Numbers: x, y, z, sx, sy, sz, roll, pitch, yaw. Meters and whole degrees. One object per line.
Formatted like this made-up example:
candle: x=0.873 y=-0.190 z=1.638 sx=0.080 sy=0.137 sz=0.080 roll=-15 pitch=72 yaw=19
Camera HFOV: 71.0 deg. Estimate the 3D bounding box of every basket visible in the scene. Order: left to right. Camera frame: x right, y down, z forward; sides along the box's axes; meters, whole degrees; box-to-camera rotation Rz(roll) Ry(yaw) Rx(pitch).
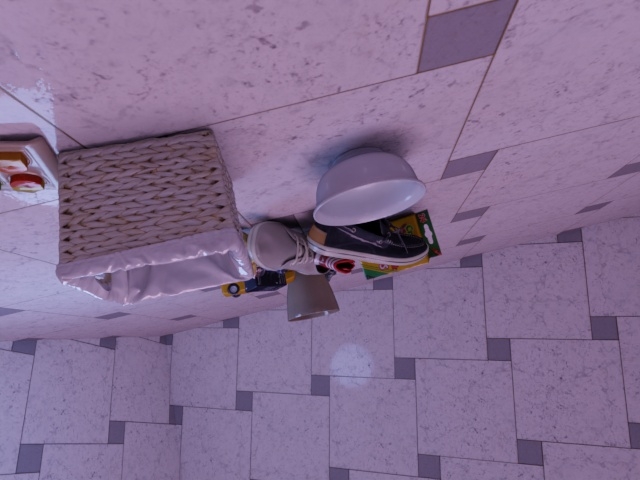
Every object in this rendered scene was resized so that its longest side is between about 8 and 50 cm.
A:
basket: x=-0.331 y=-0.035 z=0.965 sx=0.331 sy=0.267 sz=0.328 roll=-10 pitch=165 yaw=-6

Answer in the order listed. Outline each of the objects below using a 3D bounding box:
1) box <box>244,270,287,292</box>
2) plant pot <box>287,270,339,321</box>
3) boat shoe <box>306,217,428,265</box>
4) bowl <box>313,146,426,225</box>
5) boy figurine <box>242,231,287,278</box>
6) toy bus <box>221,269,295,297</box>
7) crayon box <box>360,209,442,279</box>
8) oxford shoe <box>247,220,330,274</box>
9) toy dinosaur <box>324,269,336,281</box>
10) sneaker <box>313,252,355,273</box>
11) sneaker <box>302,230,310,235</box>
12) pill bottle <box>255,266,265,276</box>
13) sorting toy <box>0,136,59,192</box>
box: x=-0.238 y=0.129 z=1.876 sx=0.158 sy=0.156 sz=0.093 roll=1 pitch=160 yaw=-42
plant pot: x=-0.059 y=0.233 z=2.186 sx=0.256 sy=0.274 sz=0.256 roll=-11 pitch=166 yaw=-3
boat shoe: x=0.191 y=-0.018 z=1.577 sx=0.499 sy=0.156 sz=0.187 roll=7 pitch=-162 yaw=-28
bowl: x=0.113 y=-0.150 z=1.159 sx=0.297 sy=0.134 sz=0.298 roll=-11 pitch=165 yaw=-3
boy figurine: x=-0.225 y=0.044 z=1.579 sx=0.092 sy=0.177 sz=0.285 roll=12 pitch=172 yaw=42
toy bus: x=-0.283 y=0.167 z=2.037 sx=0.332 sy=0.130 sz=0.108 roll=-11 pitch=166 yaw=-7
crayon box: x=0.305 y=0.018 z=1.806 sx=0.318 sy=0.202 sz=0.081 roll=-19 pitch=-174 yaw=19
oxford shoe: x=-0.090 y=0.034 z=1.553 sx=0.130 sy=0.169 sz=0.449 roll=2 pitch=169 yaw=30
toy dinosaur: x=-0.030 y=0.071 z=1.880 sx=0.218 sy=0.165 sz=0.321 roll=17 pitch=173 yaw=-32
sneaker: x=0.079 y=0.076 z=1.587 sx=0.128 sy=0.087 sz=0.221 roll=27 pitch=-159 yaw=27
sneaker: x=0.000 y=0.000 z=1.728 sx=0.152 sy=0.085 sz=0.058 roll=-13 pitch=166 yaw=3
pill bottle: x=-0.293 y=0.082 z=1.707 sx=0.245 sy=0.131 sz=0.130 roll=-5 pitch=164 yaw=-24
sorting toy: x=-0.604 y=-0.128 z=0.837 sx=0.208 sy=0.038 sz=0.193 roll=-8 pitch=165 yaw=-17
